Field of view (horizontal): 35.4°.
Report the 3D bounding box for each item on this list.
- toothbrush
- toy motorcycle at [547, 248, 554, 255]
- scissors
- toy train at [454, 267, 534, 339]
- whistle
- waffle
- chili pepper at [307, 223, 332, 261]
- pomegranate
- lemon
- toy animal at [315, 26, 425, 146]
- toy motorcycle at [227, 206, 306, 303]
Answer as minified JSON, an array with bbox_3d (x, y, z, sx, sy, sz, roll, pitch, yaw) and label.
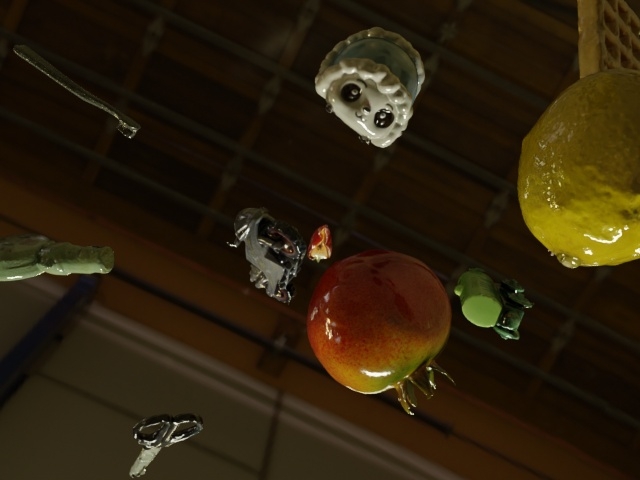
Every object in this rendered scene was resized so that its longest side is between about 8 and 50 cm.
[{"bbox_3d":[-0.456,-0.281,1.865,0.297,0.030,0.030,35,-164,10],"label":"toothbrush"},{"bbox_3d":[0.418,-0.067,1.750,0.118,0.212,0.084,2,156,2],"label":"toy motorcycle"},{"bbox_3d":[-0.275,0.341,1.636,0.109,0.300,0.022,2,-121,-25],"label":"scissors"},{"bbox_3d":[0.367,0.130,2.185,0.157,0.105,0.253,21,-167,1],"label":"toy train"},{"bbox_3d":[-0.456,0.031,1.640,0.258,0.067,0.126,0,-162,21],"label":"whistle"},{"bbox_3d":[0.555,-0.357,1.911,0.055,0.248,0.221,-11,156,36],"label":"waffle"},{"bbox_3d":[0.000,0.000,1.796,0.045,0.027,0.178,-2,160,-3],"label":"chili pepper"},{"bbox_3d":[0.095,0.139,1.512,0.256,0.221,0.221,58,-156,17],"label":"pomegranate"},{"bbox_3d":[0.377,-0.096,1.301,0.233,0.288,0.233,31,171,5],"label":"lemon"},{"bbox_3d":[0.109,-0.303,1.956,0.208,0.156,0.204,40,-141,-15],"label":"toy animal"},{"bbox_3d":[-0.083,0.023,1.546,0.122,0.080,0.215,37,153,13],"label":"toy motorcycle"}]
